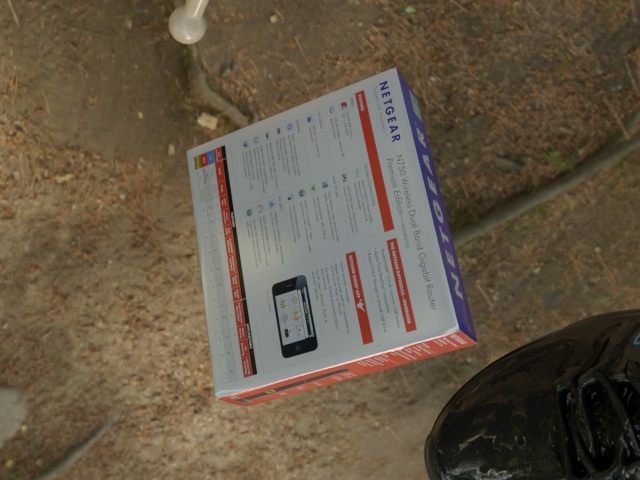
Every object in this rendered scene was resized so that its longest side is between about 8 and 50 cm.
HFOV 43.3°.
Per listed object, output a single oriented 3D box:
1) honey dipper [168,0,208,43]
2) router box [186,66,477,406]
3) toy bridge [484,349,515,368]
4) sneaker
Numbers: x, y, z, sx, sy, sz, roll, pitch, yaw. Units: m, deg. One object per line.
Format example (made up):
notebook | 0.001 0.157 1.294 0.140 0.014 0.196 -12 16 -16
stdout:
honey dipper | -0.033 -0.142 0.333 0.030 0.030 0.161 9 145 -24
router box | 0.000 0.000 0.972 0.301 0.336 0.082 -18 157 19
toy bridge | 0.188 0.095 0.565 0.026 0.188 0.063 29 77 -25
sneaker | 0.188 0.077 0.399 0.340 0.125 0.139 -22 156 32
